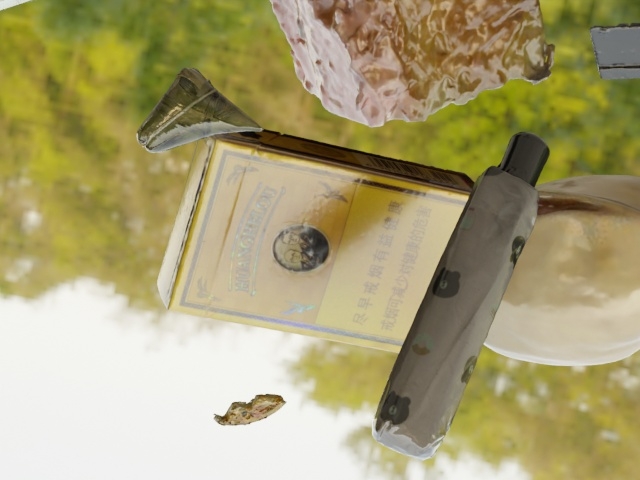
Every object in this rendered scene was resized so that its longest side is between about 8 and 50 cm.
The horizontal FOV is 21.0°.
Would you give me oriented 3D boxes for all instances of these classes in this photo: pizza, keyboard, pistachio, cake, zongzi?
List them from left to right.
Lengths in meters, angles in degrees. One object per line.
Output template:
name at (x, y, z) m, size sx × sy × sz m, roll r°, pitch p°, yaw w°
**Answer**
zongzi at (-0.098, -0.087, 1.391) m, size 0.083 × 0.076 × 0.040 m, roll 40°, pitch -166°, yaw 8°
pizza at (-0.076, 0.184, 1.866) m, size 0.083 × 0.037 × 0.016 m, roll -17°, pitch -137°, yaw 7°
cake at (0.092, -0.335, 2.218) m, size 0.293 × 0.314 × 0.307 m, roll -23°, pitch -153°, yaw -17°
pistachio at (0.284, 0.026, 1.923) m, size 0.230 × 0.229 × 0.309 m, roll 7°, pitch 173°, yaw -44°
keyboard at (0.323, -0.160, 1.428) m, size 0.196 × 0.018 × 0.060 m, roll 0°, pitch 141°, yaw 20°

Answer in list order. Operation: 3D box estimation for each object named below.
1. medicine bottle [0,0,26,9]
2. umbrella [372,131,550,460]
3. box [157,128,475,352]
medicine bottle at (-0.181, -0.274, 1.062) m, size 0.137 × 0.250 × 0.141 m, roll -19°, pitch -173°, yaw -5°
umbrella at (0.139, 0.047, 1.636) m, size 0.073 × 0.337 × 0.067 m, roll 27°, pitch 163°, yaw -9°
box at (0.000, 0.000, 1.799) m, size 0.302 × 0.192 × 0.084 m, roll 11°, pitch -164°, yaw -19°
